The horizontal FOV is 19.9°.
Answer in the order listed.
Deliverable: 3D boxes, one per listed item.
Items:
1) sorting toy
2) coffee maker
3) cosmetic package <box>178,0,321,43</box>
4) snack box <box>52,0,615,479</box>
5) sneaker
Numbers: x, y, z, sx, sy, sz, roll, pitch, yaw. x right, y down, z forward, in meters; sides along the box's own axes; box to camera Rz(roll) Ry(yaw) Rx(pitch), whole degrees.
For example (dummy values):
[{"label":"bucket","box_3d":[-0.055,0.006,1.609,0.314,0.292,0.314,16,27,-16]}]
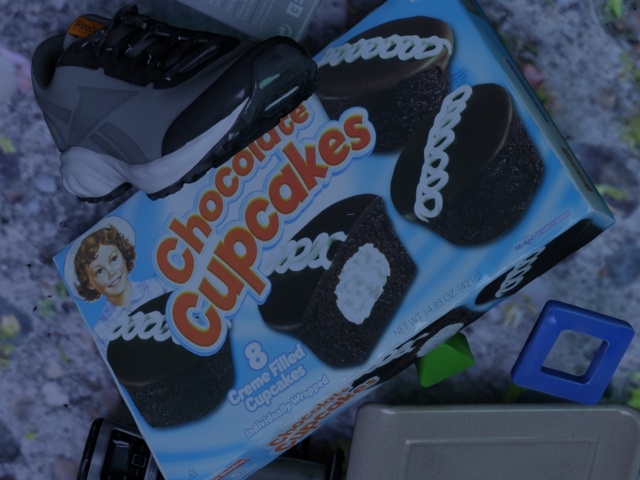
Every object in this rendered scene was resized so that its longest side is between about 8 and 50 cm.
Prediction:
[{"label":"sorting toy","box_3d":[0.109,0.182,1.242,0.196,0.047,0.347,3,118,-10]},{"label":"coffee maker","box_3d":[-0.082,0.210,1.249,0.178,0.120,0.171,9,113,2]},{"label":"cosmetic package","box_3d":[-0.096,-0.214,1.074,0.238,0.127,0.107,28,112,-8]},{"label":"snack box","box_3d":[0.000,0.000,1.138,0.322,0.060,0.187,-36,69,17]},{"label":"sneaker","box_3d":[-0.100,-0.088,1.072,0.100,0.271,0.108,-36,106,-29]}]
